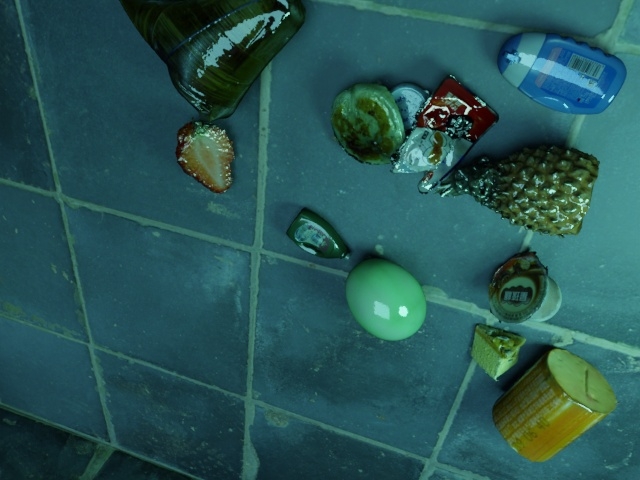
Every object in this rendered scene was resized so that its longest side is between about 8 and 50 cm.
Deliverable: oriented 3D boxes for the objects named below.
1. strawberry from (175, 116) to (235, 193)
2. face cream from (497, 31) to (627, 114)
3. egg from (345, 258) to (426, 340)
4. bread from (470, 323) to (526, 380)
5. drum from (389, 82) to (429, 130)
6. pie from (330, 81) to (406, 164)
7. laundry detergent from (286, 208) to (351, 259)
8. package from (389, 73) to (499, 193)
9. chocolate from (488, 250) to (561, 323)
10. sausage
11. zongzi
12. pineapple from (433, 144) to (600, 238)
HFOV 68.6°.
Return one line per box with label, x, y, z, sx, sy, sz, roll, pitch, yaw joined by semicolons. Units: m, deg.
strawberry;-0.354;-0.266;1.426;0.175;0.107;0.236;-2;129;-23
face cream;0.526;-0.377;1.050;0.263;0.083;0.149;24;124;4
egg;0.195;0.178;1.424;0.269;0.220;0.220;41;125;-6
bread;0.559;0.342;1.496;0.152;0.127;0.147;36;136;38
drum;0.237;-0.283;1.230;0.129;0.049;0.253;-7;118;22
pie;0.127;-0.295;1.222;0.240;0.054;0.241;27;144;22
laundry detergent;0.000;0.000;1.483;0.210;0.063;0.137;35;127;-7
package;0.298;-0.251;1.176;0.194;0.071;0.270;26;104;-31
chocolate;0.592;0.147;1.320;0.147;0.221;0.221;17;130;-26
sausage;0.706;0.506;1.446;0.233;0.233;0.287;27;124;2
zongzi;-0.284;-0.579;1.163;0.403;0.208;0.432;-39;90;28
pineapple;0.470;-0.134;1.160;0.357;0.223;0.223;11;124;23
